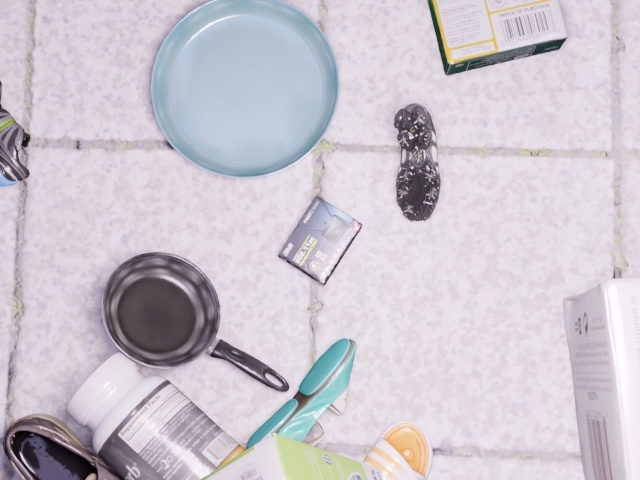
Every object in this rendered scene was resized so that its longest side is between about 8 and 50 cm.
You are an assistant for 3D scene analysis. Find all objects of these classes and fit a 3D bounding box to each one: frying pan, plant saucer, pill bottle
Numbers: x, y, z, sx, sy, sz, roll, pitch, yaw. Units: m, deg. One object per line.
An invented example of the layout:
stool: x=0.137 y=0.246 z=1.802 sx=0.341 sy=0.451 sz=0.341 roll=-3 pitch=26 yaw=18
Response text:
frying pan: x=-0.200 y=0.130 z=1.833 sx=0.326 sy=0.053 sz=0.197 roll=14 pitch=64 yaw=-19
plant saucer: x=-0.126 y=-0.257 z=1.886 sx=0.317 sy=0.044 sz=0.318 roll=0 pitch=82 yaw=2
pill bottle: x=-0.256 y=0.315 z=1.762 sx=0.278 sy=0.162 sz=0.162 roll=41 pitch=86 yaw=6

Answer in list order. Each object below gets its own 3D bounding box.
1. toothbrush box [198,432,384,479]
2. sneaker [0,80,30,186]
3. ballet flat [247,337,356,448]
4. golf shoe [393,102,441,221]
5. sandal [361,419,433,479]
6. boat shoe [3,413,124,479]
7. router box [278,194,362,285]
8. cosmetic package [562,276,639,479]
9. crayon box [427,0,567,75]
toothbrush box: x=-0.047 y=0.407 z=1.638 sx=0.206 sy=0.283 sz=0.122 roll=-35 pitch=52 yaw=21
sneaker: x=-0.534 y=-0.183 z=1.888 sx=0.078 sy=0.067 sz=0.188 roll=-11 pitch=81 yaw=-21
ballet flat: x=-0.011 y=0.271 z=1.806 sx=0.247 sy=0.083 sz=0.087 roll=-48 pitch=110 yaw=-7
golf shoe: x=0.167 y=-0.131 z=1.847 sx=0.077 sy=0.094 sz=0.198 roll=4 pitch=109 yaw=16
sandal: x=0.089 y=0.412 z=1.780 sx=0.102 sy=0.076 sz=0.265 roll=35 pitch=85 yaw=5
boat shoe: x=-0.367 y=0.411 z=1.768 sx=0.355 sy=0.130 sz=0.132 roll=34 pitch=86 yaw=6
router box: x=0.000 y=0.000 z=1.852 sx=0.092 sy=0.038 sz=0.122 roll=32 pitch=85 yaw=6
cosmetic package: x=0.599 y=0.213 z=1.660 sx=0.393 sy=0.329 sz=0.327 roll=-6 pitch=82 yaw=0
crayon box: x=0.273 y=-0.460 z=1.876 sx=0.203 sy=0.083 sz=0.323 roll=-13 pitch=84 yaw=0
